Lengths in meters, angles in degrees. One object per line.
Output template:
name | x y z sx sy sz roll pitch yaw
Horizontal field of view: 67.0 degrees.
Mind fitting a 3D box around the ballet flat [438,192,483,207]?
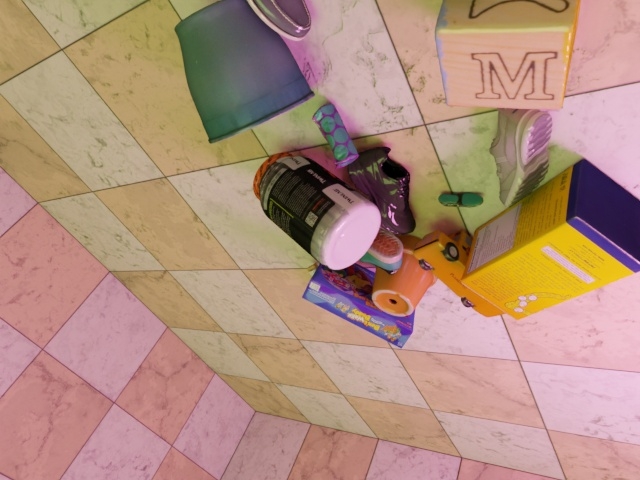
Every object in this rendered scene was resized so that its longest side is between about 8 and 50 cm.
ballet flat | 0.365 -0.103 1.252 0.115 0.041 0.041 6 139 28

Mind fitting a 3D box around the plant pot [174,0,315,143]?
plant pot | -0.187 -0.393 1.092 0.272 0.272 0.255 -8 115 40

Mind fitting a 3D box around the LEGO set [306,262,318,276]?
LEGO set | 0.083 0.178 1.735 0.287 0.107 0.132 38 148 19

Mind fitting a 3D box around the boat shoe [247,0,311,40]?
boat shoe | -0.107 -0.550 0.950 0.099 0.116 0.319 -10 124 46

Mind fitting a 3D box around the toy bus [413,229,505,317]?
toy bus | 0.418 0.086 1.362 0.333 0.130 0.108 40 144 -16

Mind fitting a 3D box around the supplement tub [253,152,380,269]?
supplement tub | -0.021 -0.091 1.297 0.338 0.207 0.207 40 153 33

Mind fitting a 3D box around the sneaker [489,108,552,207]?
sneaker | 0.434 -0.190 1.073 0.115 0.105 0.281 47 162 36

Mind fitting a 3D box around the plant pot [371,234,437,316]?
plant pot | 0.245 0.118 1.467 0.205 0.187 0.205 18 143 14

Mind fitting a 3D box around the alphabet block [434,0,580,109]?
alphabet block | 0.318 -0.352 0.808 0.197 0.192 0.193 11 162 25

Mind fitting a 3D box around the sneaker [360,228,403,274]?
sneaker | 0.113 -0.005 1.410 0.302 0.108 0.121 41 156 31

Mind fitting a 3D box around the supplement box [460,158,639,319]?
supplement box | 0.537 0.014 1.142 0.195 0.194 0.356 34 144 -7

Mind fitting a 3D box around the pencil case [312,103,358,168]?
pencil case | 0.035 -0.259 1.204 0.151 0.070 0.064 63 164 1

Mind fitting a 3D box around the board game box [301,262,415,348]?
board game box | 0.137 0.180 1.571 0.347 0.233 0.078 27 117 3

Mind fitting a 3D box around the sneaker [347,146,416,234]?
sneaker | 0.190 -0.127 1.283 0.130 0.109 0.286 -16 128 37
